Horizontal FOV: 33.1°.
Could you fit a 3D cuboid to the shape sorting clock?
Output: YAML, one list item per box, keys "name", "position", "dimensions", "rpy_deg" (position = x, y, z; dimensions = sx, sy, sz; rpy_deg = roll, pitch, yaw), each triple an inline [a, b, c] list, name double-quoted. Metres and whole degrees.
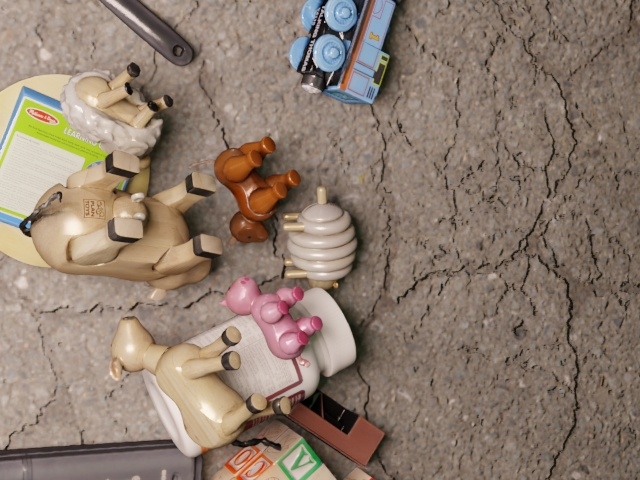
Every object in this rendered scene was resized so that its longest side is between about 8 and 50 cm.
- name: "shape sorting clock"
  position: [-0.280, -0.074, 1.148]
  dimensions: [0.206, 0.040, 0.206]
  rpy_deg: [-8, 106, -29]

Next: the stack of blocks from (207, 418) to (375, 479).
- name: "stack of blocks"
  position: [0.013, 0.358, 1.298]
  dimensions: [0.171, 0.087, 0.297]
  rpy_deg: [-41, 109, -14]

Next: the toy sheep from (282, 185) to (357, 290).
- name: "toy sheep"
  position: [0.000, 0.000, 1.256]
  dimensions: [0.091, 0.091, 0.132]
  rpy_deg: [-13, 119, -22]

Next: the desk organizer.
- name: "desk organizer"
  position: [0.012, 0.219, 1.305]
  dimensions: [0.130, 0.047, 0.050]
  rpy_deg: [37, 79, -23]

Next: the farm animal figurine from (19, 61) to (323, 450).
- name: "farm animal figurine"
  position: [-0.162, 0.028, 1.104]
  dimensions: [0.326, 0.172, 0.330]
  rpy_deg: [32, 49, -34]

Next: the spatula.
- name: "spatula"
  position: [-0.251, -0.288, 1.143]
  dimensions: [0.296, 0.030, 0.084]
  rpy_deg: [40, 83, -22]

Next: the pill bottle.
- name: "pill bottle"
  position: [-0.078, 0.143, 1.216]
  dimensions: [0.221, 0.121, 0.121]
  rpy_deg: [-25, 105, -19]

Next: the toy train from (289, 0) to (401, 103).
- name: "toy train"
  position: [0.035, -0.249, 1.250]
  dimensions: [0.105, 0.080, 0.184]
  rpy_deg: [20, 85, -33]

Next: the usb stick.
- name: "usb stick"
  position: [-0.267, 0.263, 1.190]
  dimensions: [0.278, 0.045, 0.077]
  rpy_deg: [1, 95, -24]
